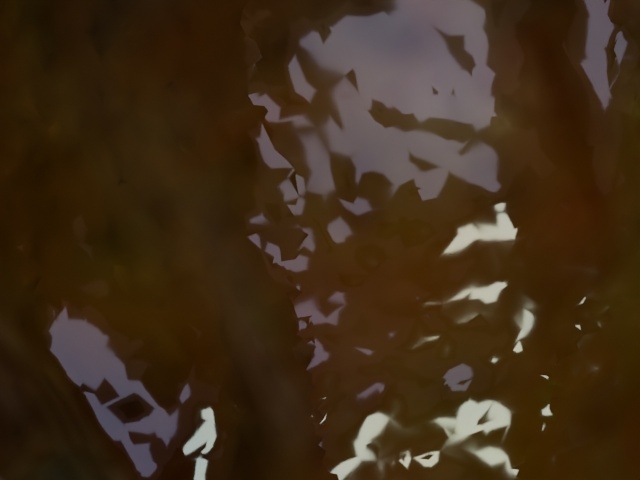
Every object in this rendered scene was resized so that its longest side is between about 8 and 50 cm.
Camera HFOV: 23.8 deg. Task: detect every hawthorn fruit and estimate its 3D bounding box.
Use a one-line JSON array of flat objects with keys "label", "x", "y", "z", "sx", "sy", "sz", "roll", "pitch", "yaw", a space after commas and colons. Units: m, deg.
[{"label": "hawthorn fruit", "x": 0.000, "y": 0.000, "z": 0.554, "sx": 0.471, "sy": 0.472, "sz": 0.472, "roll": -1, "pitch": 99, "yaw": -5}]
